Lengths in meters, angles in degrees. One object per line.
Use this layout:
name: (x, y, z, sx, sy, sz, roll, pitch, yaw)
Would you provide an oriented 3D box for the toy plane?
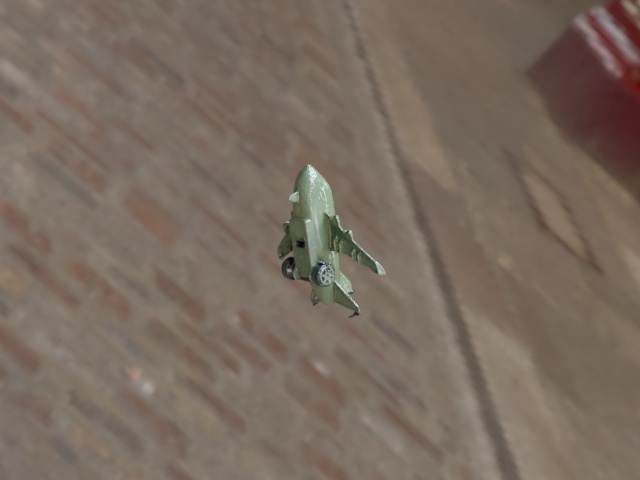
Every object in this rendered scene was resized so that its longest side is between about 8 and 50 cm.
toy plane: (-0.002, 0.001, 0.937, 0.033, 0.083, 0.080, -28, 23, -35)
